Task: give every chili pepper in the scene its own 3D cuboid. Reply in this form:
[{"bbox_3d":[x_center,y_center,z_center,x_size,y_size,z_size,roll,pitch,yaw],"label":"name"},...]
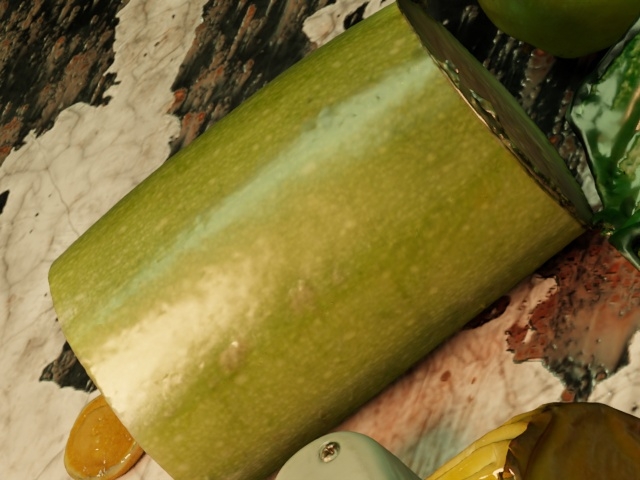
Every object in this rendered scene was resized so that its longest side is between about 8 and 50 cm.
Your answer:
[{"bbox_3d":[0.327,-0.123,1.339,0.385,0.167,0.213,-65,25,-5],"label":"chili pepper"}]

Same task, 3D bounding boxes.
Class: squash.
[{"bbox_3d":[0.000,0.000,1.445,0.384,0.263,0.263,-37,38,10],"label":"squash"}]

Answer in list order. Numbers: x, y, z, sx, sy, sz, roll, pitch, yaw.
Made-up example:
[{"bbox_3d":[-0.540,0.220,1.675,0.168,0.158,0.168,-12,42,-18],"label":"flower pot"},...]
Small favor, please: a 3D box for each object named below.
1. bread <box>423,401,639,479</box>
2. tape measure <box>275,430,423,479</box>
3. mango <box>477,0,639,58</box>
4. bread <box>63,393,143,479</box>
[{"bbox_3d":[0.163,0.237,1.101,0.142,0.227,0.253,-33,46,38],"label":"bread"},{"bbox_3d":[0.012,0.271,1.289,0.246,0.125,0.243,-41,37,5],"label":"tape measure"},{"bbox_3d":[0.275,-0.323,1.494,0.382,0.225,0.201,-46,12,17],"label":"mango"},{"bbox_3d":[-0.195,0.179,1.650,0.110,0.024,0.110,-25,42,24],"label":"bread"}]
